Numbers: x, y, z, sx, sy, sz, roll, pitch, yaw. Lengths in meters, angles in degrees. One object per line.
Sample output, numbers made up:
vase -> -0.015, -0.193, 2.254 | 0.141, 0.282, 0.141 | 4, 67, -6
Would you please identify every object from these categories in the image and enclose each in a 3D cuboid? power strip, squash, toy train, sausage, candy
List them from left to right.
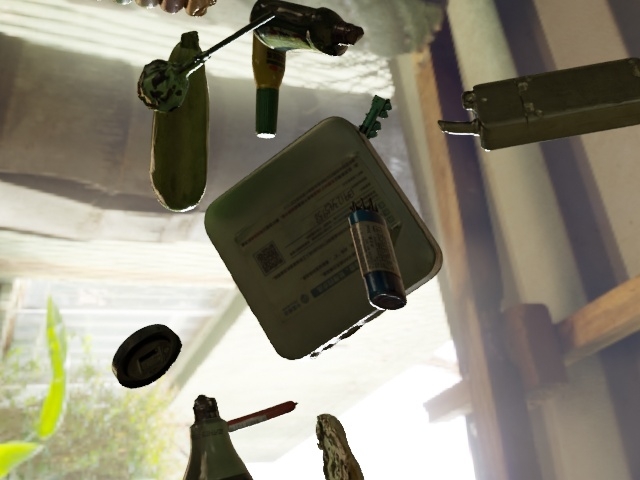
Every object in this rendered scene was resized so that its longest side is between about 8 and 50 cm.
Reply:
squash -> -0.271, -0.227, 1.577 | 0.118, 0.118, 0.371 | -125, -145, -54
candy -> -0.192, -0.305, 1.376 | 0.305, 0.083, 0.091 | -22, -97, 31
sausage -> -0.173, 0.440, 2.004 | 0.034, 0.253, 0.034 | 165, -90, -80
toy train -> 0.110, -0.249, 1.653 | 0.092, 0.045, 0.029 | -61, -169, 20
power strip -> 0.304, -0.184, 1.122 | 0.053, 0.287, 0.093 | 72, 11, -53

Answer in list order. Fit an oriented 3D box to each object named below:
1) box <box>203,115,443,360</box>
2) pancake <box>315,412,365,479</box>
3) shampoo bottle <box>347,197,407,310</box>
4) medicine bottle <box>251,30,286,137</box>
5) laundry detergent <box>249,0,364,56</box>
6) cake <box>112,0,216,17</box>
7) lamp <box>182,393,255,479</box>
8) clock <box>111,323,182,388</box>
box -> 0.000, 0.001, 1.686 | 0.396, 0.111, 0.397 | -35, -105, 13
pancake -> 0.043, 0.529, 1.868 | 0.282, 0.049, 0.283 | 170, -90, -74
shampoo bottle -> 0.084, 0.016, 1.270 | 0.050, 0.087, 0.183 | -29, -124, 27
medicine bottle -> -0.116, -0.358, 1.807 | 0.064, 0.095, 0.261 | -1, -96, 36
laundry detergent -> -0.011, -0.367, 1.436 | 0.221, 0.144, 0.078 | 18, -98, 34
cake -> -0.225, -0.337, 0.997 | 0.090, 0.225, 0.109 | 79, 12, -70
lamp -> -0.226, 0.514, 1.835 | 0.182, 0.181, 0.314 | -175, -92, -66
clock -> -0.197, 0.131, 0.924 | 0.017, 0.085, 0.085 | 41, -52, 33
